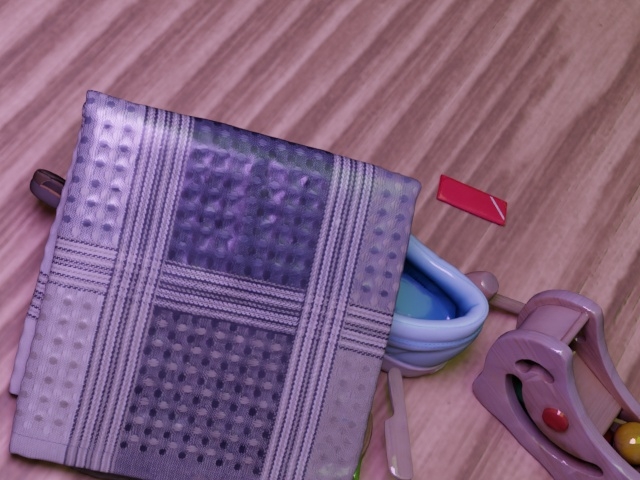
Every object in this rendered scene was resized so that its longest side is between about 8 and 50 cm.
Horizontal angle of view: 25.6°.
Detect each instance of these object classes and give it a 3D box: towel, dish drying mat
[{"bbox_3d":[-0.093,0.063,1.225,0.312,0.056,0.324,14,91,-12],"label":"towel"},{"bbox_3d":[0.164,-0.044,1.517,0.083,0.008,0.032,22,61,-17],"label":"dish drying mat"}]

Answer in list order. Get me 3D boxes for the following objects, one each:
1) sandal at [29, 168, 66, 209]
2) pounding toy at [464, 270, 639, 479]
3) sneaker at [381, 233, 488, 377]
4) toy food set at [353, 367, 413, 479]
[{"bbox_3d":[-0.183,0.023,1.265,0.219,0.090,0.060,41,86,-17],"label":"sandal"},{"bbox_3d":[0.256,0.116,1.406,0.269,0.154,0.155,46,56,-2],"label":"pounding toy"},{"bbox_3d":[0.000,0.000,1.327,0.366,0.150,0.135,25,58,-15],"label":"sneaker"},{"bbox_3d":[-0.012,0.171,1.319,0.192,0.038,0.132,8,58,-17],"label":"toy food set"}]
